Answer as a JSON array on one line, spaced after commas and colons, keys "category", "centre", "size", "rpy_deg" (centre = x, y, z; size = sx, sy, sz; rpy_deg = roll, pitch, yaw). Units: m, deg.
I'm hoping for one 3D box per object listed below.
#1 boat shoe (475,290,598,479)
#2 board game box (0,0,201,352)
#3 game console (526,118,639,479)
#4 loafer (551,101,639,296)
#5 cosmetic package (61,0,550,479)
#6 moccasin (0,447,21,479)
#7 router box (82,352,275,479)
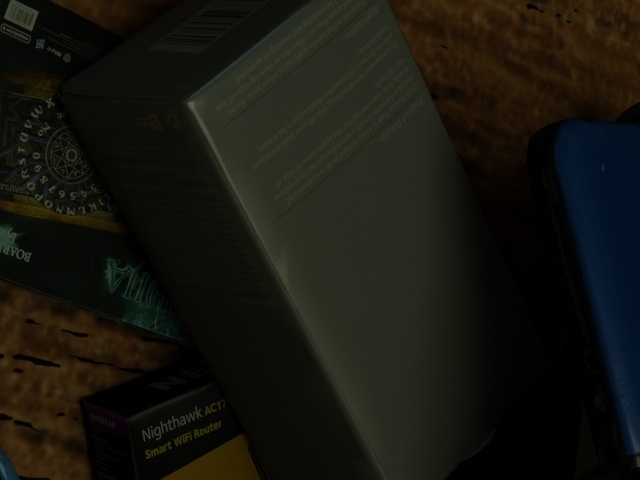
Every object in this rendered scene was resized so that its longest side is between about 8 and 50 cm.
[{"category": "boat shoe", "centre": [0.125, 0.176, 1.056], "size": [0.114, 0.091, 0.303], "rpy_deg": [-8, 105, -69]}, {"category": "board game box", "centre": [-0.102, -0.030, 0.842], "size": [0.186, 0.026, 0.126], "rpy_deg": [24, 83, -43]}, {"category": "game console", "centre": [0.150, 0.085, 0.923], "size": [0.293, 0.173, 0.250], "rpy_deg": [-1, 75, -55]}, {"category": "loafer", "centre": [0.202, 0.054, 1.102], "size": [0.095, 0.109, 0.303], "rpy_deg": [-25, 124, -57]}, {"category": "cosmetic package", "centre": [0.000, 0.000, 0.842], "size": [0.127, 0.107, 0.238], "rpy_deg": [-41, 121, -31]}, {"category": "moccasin", "centre": [-0.151, 0.217, 0.805], "size": [0.117, 0.137, 0.342], "rpy_deg": [-35, 107, -26]}, {"category": "router box", "centre": [-0.030, 0.117, 0.926], "size": [0.179, 0.046, 0.133], "rpy_deg": [-21, 112, -38]}]
